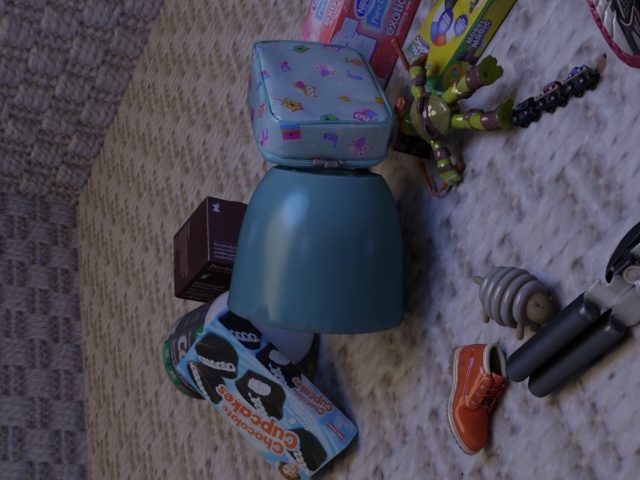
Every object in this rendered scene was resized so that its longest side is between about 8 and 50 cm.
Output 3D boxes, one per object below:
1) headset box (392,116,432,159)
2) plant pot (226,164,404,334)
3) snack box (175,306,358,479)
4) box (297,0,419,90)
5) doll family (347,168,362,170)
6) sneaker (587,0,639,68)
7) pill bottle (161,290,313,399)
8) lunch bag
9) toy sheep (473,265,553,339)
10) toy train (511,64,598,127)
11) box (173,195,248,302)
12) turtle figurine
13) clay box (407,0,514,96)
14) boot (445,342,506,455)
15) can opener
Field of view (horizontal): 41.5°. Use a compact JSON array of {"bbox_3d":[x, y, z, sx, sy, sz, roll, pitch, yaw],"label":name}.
[{"bbox_3d":[0.162,-0.179,1.467,0.083,0.032,0.062,28,105,59],"label":"headset box"},{"bbox_3d":[0.000,0.000,1.380,0.293,0.293,0.235,22,110,61],"label":"plant pot"},{"bbox_3d":[-0.103,0.287,1.538,0.322,0.060,0.187,44,131,5],"label":"snack box"},{"bbox_3d":[0.074,-0.433,1.593,0.142,0.154,0.300,49,123,55],"label":"box"},{"bbox_3d":[0.045,-0.181,1.626,0.163,0.118,0.263,-119,30,-42],"label":"doll family"},{"bbox_3d":[0.385,-0.363,1.058,0.112,0.121,0.299,-9,78,28],"label":"sneaker"},{"bbox_3d":[-0.175,0.209,1.750,0.361,0.204,0.204,-30,55,55],"label":"pill bottle"},{"bbox_3d":[0.000,-0.222,1.389,0.279,0.224,0.108,-105,22,-47],"label":"lunch bag"},{"bbox_3d":[0.258,0.078,1.148,0.132,0.091,0.091,24,101,42],"label":"toy sheep"},{"bbox_3d":[0.327,-0.204,1.189,0.158,0.027,0.036,-30,44,55],"label":"toy train"},{"bbox_3d":[-0.225,0.030,1.943,0.203,0.168,0.167,-42,45,48],"label":"box"},{"bbox_3d":[0.188,-0.213,1.320,0.217,0.087,0.269,-15,87,50],"label":"turtle figurine"},{"bbox_3d":[0.221,-0.344,1.399,0.222,0.053,0.127,-58,35,31],"label":"clay box"},{"bbox_3d":[0.224,0.220,1.188,0.084,0.059,0.158,-24,58,50],"label":"boot"},{"bbox_3d":[0.337,0.091,1.035,0.280,0.074,0.093,-54,3,35],"label":"can opener"}]
